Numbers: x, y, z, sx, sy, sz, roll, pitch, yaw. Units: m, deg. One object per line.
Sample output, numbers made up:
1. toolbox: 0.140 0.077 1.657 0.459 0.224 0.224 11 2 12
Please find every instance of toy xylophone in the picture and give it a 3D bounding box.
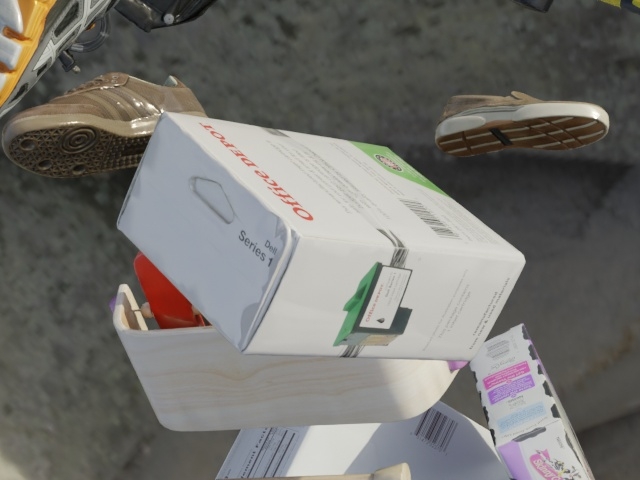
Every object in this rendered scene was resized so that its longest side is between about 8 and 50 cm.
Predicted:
1. toy xylophone: -0.032 0.117 1.459 0.322 0.236 0.081 2 38 17

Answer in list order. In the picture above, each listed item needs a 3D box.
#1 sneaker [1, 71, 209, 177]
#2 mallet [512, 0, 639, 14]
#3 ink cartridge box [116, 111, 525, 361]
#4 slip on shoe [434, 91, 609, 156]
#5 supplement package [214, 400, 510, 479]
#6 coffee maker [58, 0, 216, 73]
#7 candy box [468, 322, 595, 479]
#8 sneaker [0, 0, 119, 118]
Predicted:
1. sneaker: -0.178 -0.097 1.336 0.066 0.188 0.071 -53 54 38
2. mallet: 0.237 -0.202 1.317 0.189 0.039 0.062 16 95 34
3. ink cartridge box: 0.000 0.000 1.097 0.160 0.219 0.092 42 115 40
4. slip on shoe: 0.149 -0.092 1.232 0.135 0.051 0.041 -7 57 35
5. supplement package: 0.052 0.253 1.788 0.145 0.262 0.204 5 65 61
6. coffee maker: -0.128 -0.203 1.057 0.171 0.120 0.178 -28 23 -12
7. candy box: 0.216 0.202 1.638 0.070 0.165 0.196 -25 23 7
8. sneaker: -0.147 -0.115 0.822 0.215 0.083 0.084 -47 72 10
